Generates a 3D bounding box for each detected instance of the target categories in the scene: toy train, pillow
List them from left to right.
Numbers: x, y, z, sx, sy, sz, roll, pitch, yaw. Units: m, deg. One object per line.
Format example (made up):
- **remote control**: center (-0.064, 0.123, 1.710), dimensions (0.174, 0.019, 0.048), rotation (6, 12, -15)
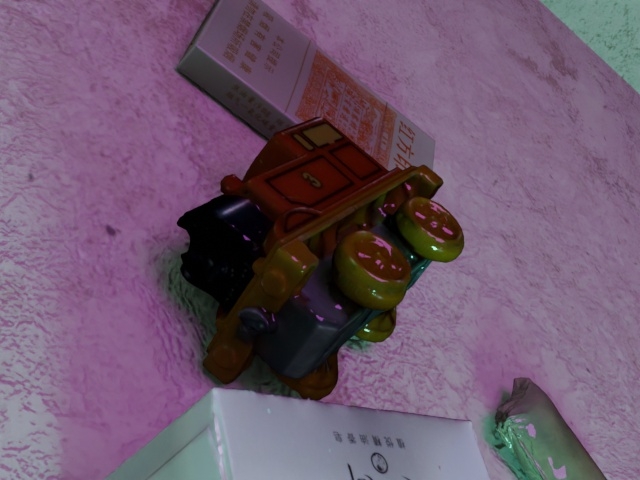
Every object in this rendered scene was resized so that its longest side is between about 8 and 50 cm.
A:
- **toy train**: center (0.000, 0.000, 0.962), dimensions (0.231, 0.163, 0.369), rotation (40, 32, 12)
- **pillow**: center (0.279, 0.261, 1.105), dimensions (0.208, 0.053, 0.119), rotation (55, 36, 5)

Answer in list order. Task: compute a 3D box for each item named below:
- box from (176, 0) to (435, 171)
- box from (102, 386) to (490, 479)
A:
- **box**: center (-0.002, -0.170, 1.226), dimensions (0.365, 0.051, 0.205), rotation (37, 34, -17)
- **box**: center (-0.021, 0.207, 0.686), dimensions (0.260, 0.194, 0.111), rotation (13, 47, -41)
